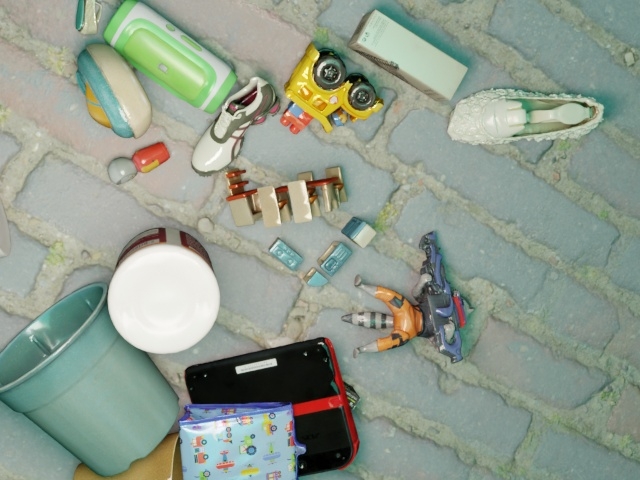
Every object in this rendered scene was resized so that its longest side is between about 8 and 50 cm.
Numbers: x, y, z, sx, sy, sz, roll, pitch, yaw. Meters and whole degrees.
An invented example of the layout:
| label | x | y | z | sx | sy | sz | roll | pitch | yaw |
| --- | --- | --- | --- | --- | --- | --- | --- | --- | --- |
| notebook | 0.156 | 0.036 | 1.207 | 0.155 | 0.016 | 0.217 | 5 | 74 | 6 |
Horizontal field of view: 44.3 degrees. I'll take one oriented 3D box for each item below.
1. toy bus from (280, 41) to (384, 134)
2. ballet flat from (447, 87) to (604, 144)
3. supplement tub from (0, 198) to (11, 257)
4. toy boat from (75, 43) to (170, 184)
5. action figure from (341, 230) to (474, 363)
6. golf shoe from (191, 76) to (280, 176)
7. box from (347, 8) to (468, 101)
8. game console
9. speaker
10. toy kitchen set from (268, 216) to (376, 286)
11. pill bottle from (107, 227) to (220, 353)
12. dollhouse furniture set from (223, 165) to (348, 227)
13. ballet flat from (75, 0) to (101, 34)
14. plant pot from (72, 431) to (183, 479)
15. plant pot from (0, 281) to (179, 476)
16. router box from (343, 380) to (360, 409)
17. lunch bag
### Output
| label | x | y | z | sx | sy | sz | roll | pitch | yaw |
| --- | --- | --- | --- | --- | --- | --- | --- | --- | --- |
| toy bus | 0.012 | -0.332 | 1.880 | 0.220 | 0.149 | 0.211 | 35 | 103 | -17 |
| ballet flat | 0.528 | -0.320 | 1.986 | 0.408 | 0.147 | 0.147 | -6 | 99 | -10 |
| supplement tub | -0.866 | -0.019 | 1.685 | 0.331 | 0.241 | 0.241 | -15 | 101 | -9 |
| toy boat | -0.451 | -0.267 | 1.755 | 0.148 | 0.267 | 0.318 | -28 | 135 | -13 |
| action figure | 0.233 | 0.155 | 2.011 | 0.330 | 0.178 | 0.341 | 4 | 70 | -19 |
| golf shoe | -0.215 | -0.273 | 1.834 | 0.105 | 0.120 | 0.273 | 39 | 86 | 19 |
| box | 0.211 | -0.446 | 1.913 | 0.275 | 0.113 | 0.094 | 29 | 92 | -13 |
| game console | -0.119 | 0.435 | 1.954 | 0.386 | 0.060 | 0.342 | -14 | 97 | 8 |
| speaker | -0.341 | -0.418 | 1.795 | 0.296 | 0.131 | 0.131 | 34 | 90 | -14 |
| toy kitchen set | 0.000 | 0.000 | 1.927 | 0.166 | 0.122 | 0.207 | 40 | 89 | -14 |
| pill bottle | -0.344 | 0.092 | 1.730 | 0.224 | 0.392 | 0.224 | -2 | 98 | -11 |
| dollhouse furniture set | -0.088 | -0.119 | 1.838 | 0.259 | 0.262 | 0.135 | -8 | 99 | 21 |
| ballet flat | -0.523 | -0.552 | 1.783 | 0.052 | 0.057 | 0.168 | 1 | 103 | -40 |
| plant pot | -0.452 | 0.585 | 1.885 | 0.254 | 0.237 | 0.237 | -3 | 99 | 3 |
| plant pot | -0.517 | 0.331 | 1.780 | 0.341 | 0.341 | 0.334 | -37 | 111 | -4 |
| router box | 0.035 | 0.373 | 2.004 | 0.122 | 0.092 | 0.038 | 34 | 90 | -14 |
| lunch bag | -0.180 | 0.509 | 1.889 | 0.293 | 0.138 | 0.221 | -4 | 96 | -2 |
